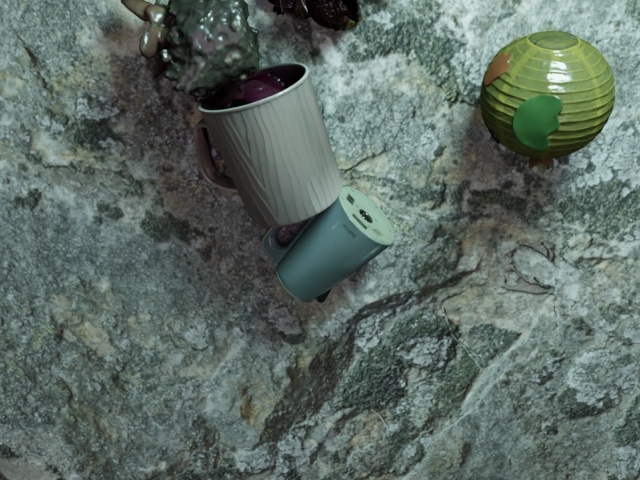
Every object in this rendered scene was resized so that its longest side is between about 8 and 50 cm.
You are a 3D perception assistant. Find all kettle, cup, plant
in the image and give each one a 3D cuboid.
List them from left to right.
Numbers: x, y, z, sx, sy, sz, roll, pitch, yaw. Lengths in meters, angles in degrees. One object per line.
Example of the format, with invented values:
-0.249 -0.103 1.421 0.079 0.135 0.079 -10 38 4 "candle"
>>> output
-0.230 -0.365 1.479 0.234 0.178 0.204 -13 119 0 "plant"
-0.120 -0.180 1.564 0.288 0.208 0.273 -17 119 7 "cup"
0.000 0.000 1.708 0.210 0.160 0.243 47 116 -2 "kettle"

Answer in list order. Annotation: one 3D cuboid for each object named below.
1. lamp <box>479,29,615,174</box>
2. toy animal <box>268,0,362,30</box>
0.427 -0.253 1.519 0.250 0.250 0.284 -5 126 2 "lamp"
0.009 -0.451 1.464 0.179 0.218 0.116 0 98 -47 "toy animal"
